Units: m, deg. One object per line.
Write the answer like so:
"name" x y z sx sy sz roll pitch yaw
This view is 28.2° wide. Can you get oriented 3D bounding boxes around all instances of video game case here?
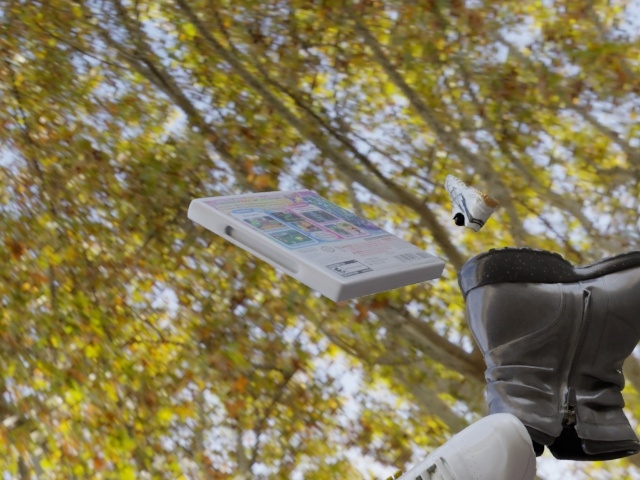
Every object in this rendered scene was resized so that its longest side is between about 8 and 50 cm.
"video game case" 0.000 0.000 0.966 0.157 0.143 0.019 -9 -57 -57

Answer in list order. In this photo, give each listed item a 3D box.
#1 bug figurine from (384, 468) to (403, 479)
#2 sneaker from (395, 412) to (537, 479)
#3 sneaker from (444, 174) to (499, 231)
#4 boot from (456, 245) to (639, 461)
"bug figurine" 0.062 0.385 1.313 0.216 0.072 0.279 -24 -79 -36
"sneaker" 0.092 0.236 1.116 0.094 0.090 0.235 13 -53 -42
"sneaker" 0.123 -0.032 1.106 0.032 0.083 0.037 26 -83 -20
"boot" 0.308 0.129 1.358 0.338 0.118 0.223 -1 -118 -17
